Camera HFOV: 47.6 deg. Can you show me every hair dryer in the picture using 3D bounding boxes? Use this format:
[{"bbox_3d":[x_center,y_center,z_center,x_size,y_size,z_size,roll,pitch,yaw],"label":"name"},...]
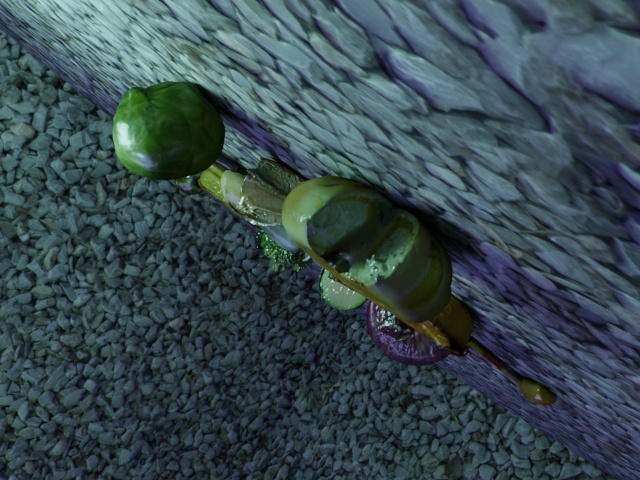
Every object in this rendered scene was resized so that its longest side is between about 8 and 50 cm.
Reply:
[{"bbox_3d":[-0.311,-0.247,2.056,0.248,0.070,0.114,28,173,-4],"label":"hair dryer"}]

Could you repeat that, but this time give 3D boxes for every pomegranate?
[{"bbox_3d":[-0.432,-0.230,2.425,0.148,0.148,0.169,31,174,38],"label":"pomegranate"}]

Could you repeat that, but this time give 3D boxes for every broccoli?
[{"bbox_3d":[-0.119,0.018,2.403,0.198,0.176,0.226,20,162,-26],"label":"broccoli"}]

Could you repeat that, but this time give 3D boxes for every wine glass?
[{"bbox_3d":[-0.087,-0.028,2.168,0.204,0.111,0.111,36,174,-1],"label":"wine glass"}]

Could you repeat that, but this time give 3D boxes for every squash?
[{"bbox_3d":[0.082,0.129,2.260,0.170,0.170,0.123,36,-174,4],"label":"squash"}]

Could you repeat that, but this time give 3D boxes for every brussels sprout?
[{"bbox_3d":[-0.315,-0.225,1.484,0.244,0.244,0.244,36,174,4],"label":"brussels sprout"}]

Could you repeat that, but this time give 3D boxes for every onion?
[{"bbox_3d":[0.248,0.278,2.053,0.267,0.159,0.348,20,163,12],"label":"onion"}]

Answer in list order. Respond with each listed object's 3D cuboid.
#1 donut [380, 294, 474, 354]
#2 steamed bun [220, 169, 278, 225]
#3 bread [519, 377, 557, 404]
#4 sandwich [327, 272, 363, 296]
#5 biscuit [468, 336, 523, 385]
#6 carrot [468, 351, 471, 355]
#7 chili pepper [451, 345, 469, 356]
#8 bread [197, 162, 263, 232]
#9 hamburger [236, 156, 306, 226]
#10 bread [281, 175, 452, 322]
[{"bbox_3d":[0.263,0.185,1.777,0.253,0.118,0.253,35,166,10],"label":"donut"},{"bbox_3d":[-0.185,-0.104,2.039,0.212,0.110,0.231,25,178,10],"label":"steamed bun"},{"bbox_3d":[0.621,0.443,2.089,0.082,0.056,0.115,38,174,-20],"label":"bread"},{"bbox_3d":[0.126,0.127,2.110,0.235,0.079,0.159,22,-171,5],"label":"sandwich"},{"bbox_3d":[0.530,0.365,2.158,0.292,0.026,0.048,38,-167,-17],"label":"biscuit"},{"bbox_3d":[0.476,0.378,2.517,0.035,0.035,0.142,38,169,-20],"label":"carrot"},{"bbox_3d":[0.339,0.277,2.293,0.368,0.092,0.137,23,161,38],"label":"chili pepper"},{"bbox_3d":[-0.258,-0.141,2.302,0.234,0.110,0.184,36,177,23],"label":"bread"},{"bbox_3d":[-0.065,-0.096,1.628,0.208,0.135,0.155,20,-174,14],"label":"hamburger"},{"bbox_3d":[0.088,0.006,1.256,0.333,0.160,0.333,38,175,4],"label":"bread"}]
